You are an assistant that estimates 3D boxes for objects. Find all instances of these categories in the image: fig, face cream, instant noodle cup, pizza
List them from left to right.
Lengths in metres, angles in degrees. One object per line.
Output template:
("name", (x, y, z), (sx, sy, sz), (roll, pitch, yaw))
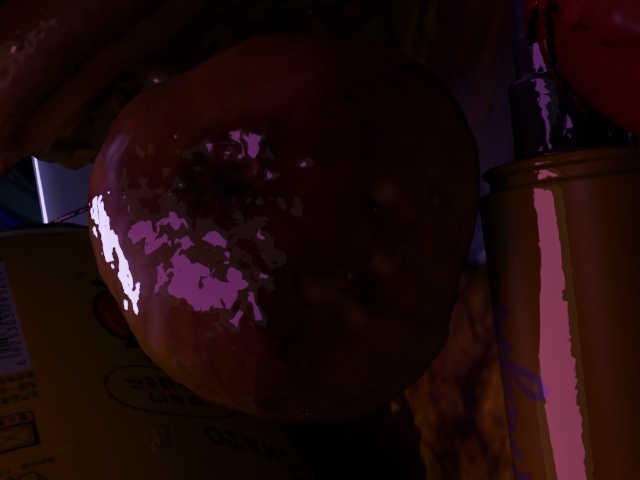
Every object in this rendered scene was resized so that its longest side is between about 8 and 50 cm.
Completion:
("instant noodle cup", (-0.132, 0.164, 0.859), (0.325, 0.326, 0.254), (-66, 35, 37))
("pizza", (-0.061, -0.081, 0.767), (0.074, 0.251, 0.287), (48, 144, 18))
("fig", (0.000, 0.000, 0.725), (0.159, 0.257, 0.159), (-1, 84, 13))
("face cream", (0.106, 0.024, 0.661), (0.078, 0.078, 0.273), (-12, 84, 57))

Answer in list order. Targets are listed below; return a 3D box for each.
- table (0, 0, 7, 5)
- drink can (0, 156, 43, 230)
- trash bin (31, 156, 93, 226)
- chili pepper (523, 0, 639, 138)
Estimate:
("table", (-0.132, -0.226, 0.889), (0.172, 0.193, 0.169), (-21, 76, 56))
("drink can", (-0.205, -0.027, 1.098), (0.205, 0.118, 0.118), (-34, 66, 52))
("trash bin", (-0.111, -0.058, 0.970), (0.116, 0.059, 0.130), (-21, 73, 21))
("chili pepper", (0.169, -0.053, 0.538), (0.387, 0.110, 0.110), (38, 125, 42))
